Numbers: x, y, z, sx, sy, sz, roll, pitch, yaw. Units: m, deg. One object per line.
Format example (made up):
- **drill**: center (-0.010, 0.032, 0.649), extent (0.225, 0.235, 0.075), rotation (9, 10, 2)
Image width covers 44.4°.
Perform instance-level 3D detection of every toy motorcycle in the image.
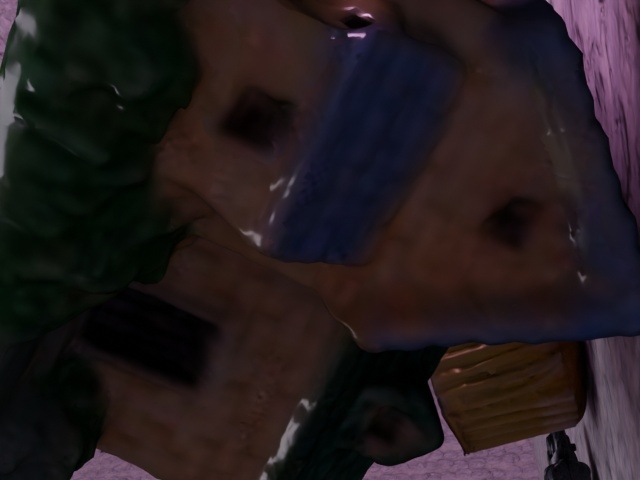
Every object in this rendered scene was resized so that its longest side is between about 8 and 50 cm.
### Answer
- **toy motorcycle**: center (0.271, 0.301, 0.836), extent (0.124, 0.061, 0.193), rotation (-5, -92, -81)

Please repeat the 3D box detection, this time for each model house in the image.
- **model house**: center (0.000, 0.000, 0.499), extent (0.382, 0.342, 0.335), rotation (-60, 8, 23)

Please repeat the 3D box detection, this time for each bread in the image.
- **bread**: center (0.190, 0.083, 0.831), extent (0.288, 0.156, 0.204), rotation (-65, -44, -75)
